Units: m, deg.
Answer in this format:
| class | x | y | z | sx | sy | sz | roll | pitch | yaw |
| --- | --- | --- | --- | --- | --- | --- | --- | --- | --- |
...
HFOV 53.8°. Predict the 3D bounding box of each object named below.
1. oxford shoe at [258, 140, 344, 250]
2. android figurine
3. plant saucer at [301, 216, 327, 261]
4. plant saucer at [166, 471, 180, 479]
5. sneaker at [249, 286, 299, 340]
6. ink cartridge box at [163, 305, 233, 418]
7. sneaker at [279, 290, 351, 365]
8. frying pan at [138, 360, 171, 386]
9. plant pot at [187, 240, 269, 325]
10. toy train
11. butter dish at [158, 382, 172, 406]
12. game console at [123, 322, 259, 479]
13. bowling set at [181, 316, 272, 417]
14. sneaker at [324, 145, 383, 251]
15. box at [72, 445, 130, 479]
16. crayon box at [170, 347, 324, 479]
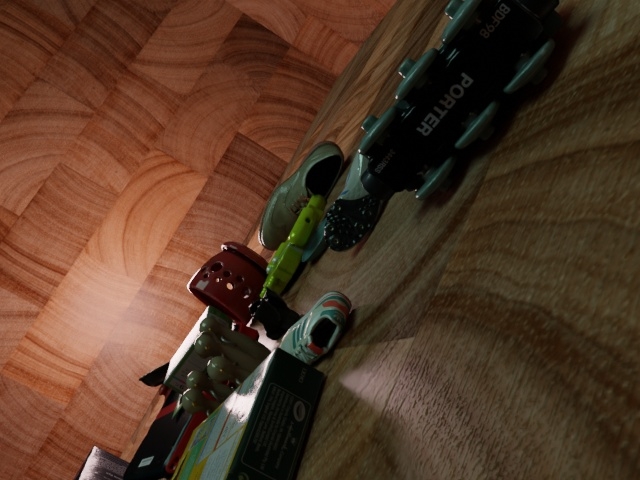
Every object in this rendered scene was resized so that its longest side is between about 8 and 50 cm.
| class | x | y | z | sx | sy | sz | roll | pitch | yaw |
| --- | --- | --- | --- | --- | --- | --- | --- | --- | --- |
| oxford shoe | -0.057 | -0.113 | 1.695 | 0.348 | 0.123 | 0.130 | -58 | 15 | 10 |
| android figurine | -0.069 | 0.020 | 1.503 | 0.272 | 0.056 | 0.248 | -62 | 5 | -27 |
| plant saucer | 0.000 | 0.000 | 1.357 | 0.119 | 0.021 | 0.119 | -55 | 11 | 16 |
| plant saucer | -0.260 | 0.420 | 1.335 | 0.200 | 0.037 | 0.200 | -56 | 11 | 16 |
| sneaker | -0.098 | 0.142 | 1.217 | 0.051 | 0.089 | 0.170 | -64 | 12 | -26 |
| ink cartridge box | -0.263 | 0.246 | 1.289 | 0.209 | 0.062 | 0.109 | -54 | 13 | 8 |
| sneaker | -0.016 | 0.146 | 0.904 | 0.161 | 0.057 | 0.075 | -51 | 7 | 23 |
| frying pan | -0.370 | 0.335 | 1.726 | 0.197 | 0.053 | 0.326 | -29 | -8 | 8 |
| plant pot | -0.230 | 0.109 | 1.678 | 0.174 | 0.191 | 0.191 | -56 | 9 | -17 |
| toy train | 0.171 | -0.195 | 0.816 | 0.334 | 0.142 | 0.190 | -52 | 2 | 32 |
| butter dish | -0.359 | 0.405 | 1.619 | 0.160 | 0.118 | 0.160 | -56 | 10 | 19 |
| game console | -0.279 | 0.357 | 1.352 | 0.386 | 0.060 | 0.342 | -39 | 21 | 55 |
| bowling set | -0.183 | 0.264 | 1.084 | 0.199 | 0.154 | 0.287 | -59 | 10 | -3 |
| sneaker | 0.076 | -0.080 | 1.103 | 0.086 | 0.085 | 0.237 | 72 | -139 | -68 |
| box | -0.647 | 0.792 | 1.699 | 0.343 | 0.179 | 0.312 | -60 | 11 | -3 |
| crayon box | -0.126 | 0.311 | 0.877 | 0.323 | 0.083 | 0.203 | -48 | 15 | 43 |
